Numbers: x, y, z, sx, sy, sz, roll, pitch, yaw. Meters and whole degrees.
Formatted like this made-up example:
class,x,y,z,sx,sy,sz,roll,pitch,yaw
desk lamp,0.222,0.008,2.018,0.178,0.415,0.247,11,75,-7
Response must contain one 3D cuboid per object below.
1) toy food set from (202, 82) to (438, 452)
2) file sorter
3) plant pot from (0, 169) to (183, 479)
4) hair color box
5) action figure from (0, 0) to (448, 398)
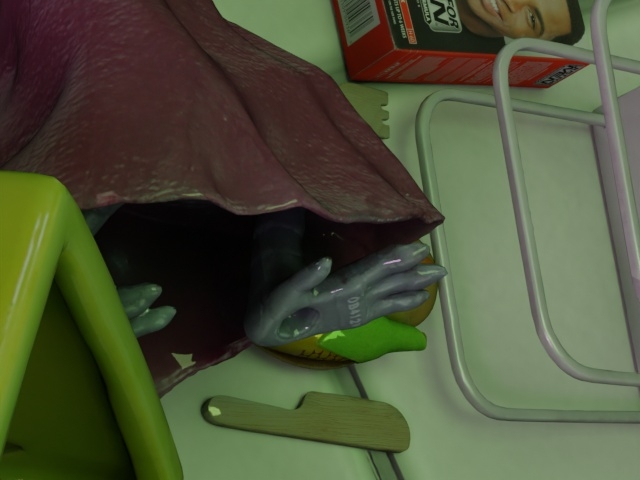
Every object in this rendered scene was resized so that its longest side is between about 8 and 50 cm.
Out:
class,x,y,z,sx,sy,sz,roll,pitch,yaw
toy food set,0.000,0.000,0.858,0.132,0.038,0.192,10,67,-33
file sorter,0.197,-0.030,0.853,0.173,0.277,0.193,6,69,-37
plant pot,-0.173,0.116,0.514,0.207,0.228,0.227,8,62,8
hair color box,0.075,-0.122,0.959,0.141,0.043,0.072,-2,72,-37
action figure,-0.101,-0.106,0.777,0.248,0.275,0.370,30,30,-61
